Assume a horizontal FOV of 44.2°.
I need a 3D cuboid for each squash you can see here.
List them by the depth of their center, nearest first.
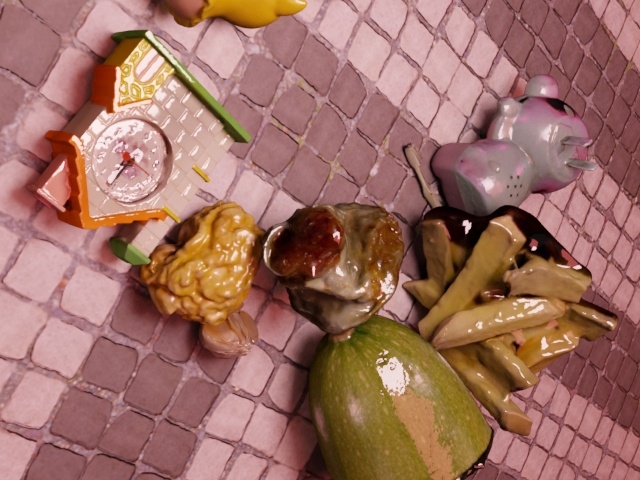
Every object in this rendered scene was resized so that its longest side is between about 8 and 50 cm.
[{"bbox_3d":[0.101,0.265,1.377,0.310,0.310,0.308,-30,99,-31],"label":"squash"}]

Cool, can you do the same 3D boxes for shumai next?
[{"bbox_3d":[0.000,0.000,1.225,0.222,0.272,0.203,-45,116,0],"label":"shumai"}]

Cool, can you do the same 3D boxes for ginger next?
[{"bbox_3d":[0.319,0.147,1.427,0.211,0.359,0.413,-52,123,-43],"label":"ginger"}]

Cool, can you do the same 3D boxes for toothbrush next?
[{"bbox_3d":[0.225,-0.070,1.534,0.028,0.026,0.294,-53,128,-37],"label":"toothbrush"}]

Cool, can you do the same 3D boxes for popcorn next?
[{"bbox_3d":[-0.162,0.045,1.174,0.194,0.140,0.163,-38,115,-25],"label":"popcorn"}]

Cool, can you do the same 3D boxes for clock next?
[{"bbox_3d":[-0.256,-0.118,1.080,0.220,0.106,0.255,44,72,-36],"label":"clock"}]

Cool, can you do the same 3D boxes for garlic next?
[{"bbox_3d":[-0.142,0.150,1.249,0.113,0.094,0.074,-10,146,-43],"label":"garlic"}]

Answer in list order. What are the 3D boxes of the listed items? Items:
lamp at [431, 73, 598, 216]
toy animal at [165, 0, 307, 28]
[{"bbox_3d":[0.393,-0.157,1.518,0.301,0.247,0.247,-35,117,-20],"label":"lamp"},{"bbox_3d":[-0.141,-0.360,1.098,0.230,0.156,0.156,2,98,-38],"label":"toy animal"}]
